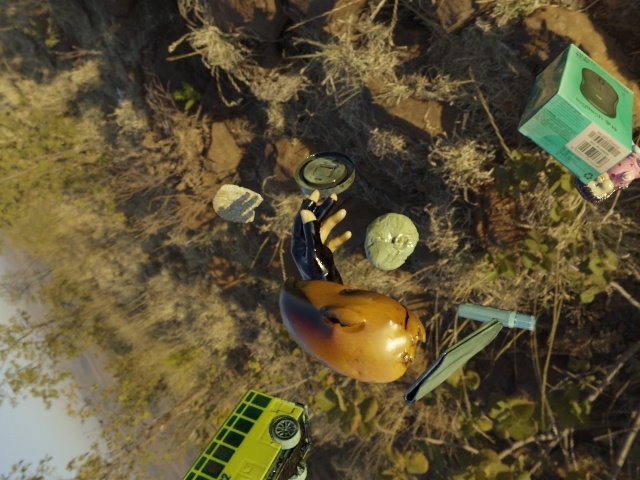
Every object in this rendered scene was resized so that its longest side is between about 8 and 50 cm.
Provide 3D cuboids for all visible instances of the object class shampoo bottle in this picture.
[{"bbox_3d":[0.640,0.275,1.638,0.258,0.103,0.061,8,90,35],"label":"shampoo bottle"}]

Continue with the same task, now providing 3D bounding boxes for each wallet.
[{"bbox_3d":[0.379,0.351,1.302,0.054,0.251,0.290,51,144,24],"label":"wallet"}]

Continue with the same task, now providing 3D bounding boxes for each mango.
[{"bbox_3d":[0.053,0.160,0.836,0.287,0.201,0.153,16,109,42],"label":"mango"}]

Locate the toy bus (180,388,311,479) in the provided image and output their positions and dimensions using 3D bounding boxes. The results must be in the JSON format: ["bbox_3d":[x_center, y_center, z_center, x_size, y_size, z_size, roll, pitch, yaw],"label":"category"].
[{"bbox_3d":[-0.127,0.380,0.710,0.150,0.262,0.128,11,123,24],"label":"toy bus"}]

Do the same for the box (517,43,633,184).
[{"bbox_3d":[0.590,-0.298,1.025,0.205,0.311,0.118,40,139,-2],"label":"box"}]

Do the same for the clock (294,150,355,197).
[{"bbox_3d":[0.016,-0.233,1.572,0.215,0.215,0.042,31,151,34],"label":"clock"}]

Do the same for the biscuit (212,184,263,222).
[{"bbox_3d":[-0.314,-0.142,1.733,0.265,0.188,0.040,64,-173,-62],"label":"biscuit"}]

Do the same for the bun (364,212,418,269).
[{"bbox_3d":[0.263,0.009,1.608,0.126,0.203,0.213,-133,39,-70],"label":"bun"}]

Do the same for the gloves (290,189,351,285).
[{"bbox_3d":[-0.007,0.005,1.261,0.152,0.197,0.301,6,82,20],"label":"gloves"}]

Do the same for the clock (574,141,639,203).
[{"bbox_3d":[0.887,-0.231,1.407,0.195,0.100,0.194,-33,71,20],"label":"clock"}]
